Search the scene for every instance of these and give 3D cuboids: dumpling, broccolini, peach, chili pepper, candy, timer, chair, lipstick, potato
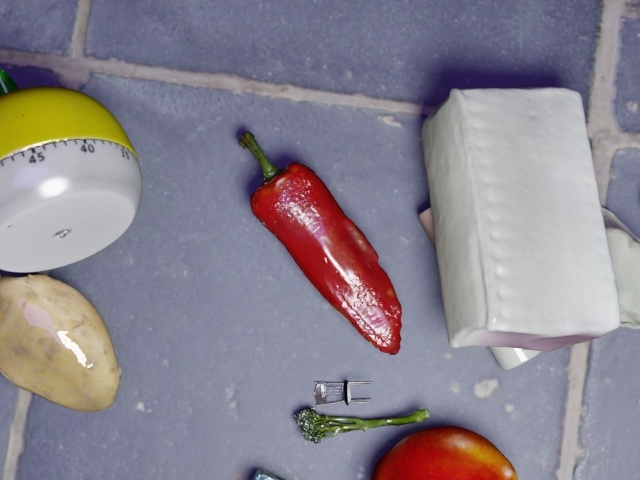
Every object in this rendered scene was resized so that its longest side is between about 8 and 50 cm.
[{"bbox_3d":[0.425,0.031,1.437,0.155,0.111,0.181,-3,92,-31],"label":"dumpling"},{"bbox_3d":[0.060,0.257,1.435,0.194,0.052,0.054,-9,71,6],"label":"broccolini"},{"bbox_3d":[0.168,0.349,1.364,0.192,0.190,0.190,-15,85,-20],"label":"peach"},{"bbox_3d":[0.000,0.000,1.433,0.110,0.110,0.388,-37,90,-3],"label":"chili pepper"},{"bbox_3d":[0.264,-0.032,1.367,0.208,0.145,0.359,-1,73,-21],"label":"candy"},{"bbox_3d":[-0.395,-0.121,1.378,0.285,0.285,0.285,0,85,0],"label":"timer"},{"bbox_3d":[0.033,0.220,1.446,0.086,0.042,0.037,-3,81,-1],"label":"chair"},{"bbox_3d":[0.230,0.060,1.445,0.070,0.070,0.254,-28,86,-2],"label":"lipstick"},{"bbox_3d":[-0.379,0.137,1.420,0.234,0.128,0.161,27,102,-2],"label":"potato"}]

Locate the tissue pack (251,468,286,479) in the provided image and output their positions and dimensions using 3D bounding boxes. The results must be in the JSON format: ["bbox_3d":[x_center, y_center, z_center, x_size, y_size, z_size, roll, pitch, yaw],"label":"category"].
[{"bbox_3d":[-0.068,0.475,1.404,0.177,0.089,0.263,26,83,1],"label":"tissue pack"}]
